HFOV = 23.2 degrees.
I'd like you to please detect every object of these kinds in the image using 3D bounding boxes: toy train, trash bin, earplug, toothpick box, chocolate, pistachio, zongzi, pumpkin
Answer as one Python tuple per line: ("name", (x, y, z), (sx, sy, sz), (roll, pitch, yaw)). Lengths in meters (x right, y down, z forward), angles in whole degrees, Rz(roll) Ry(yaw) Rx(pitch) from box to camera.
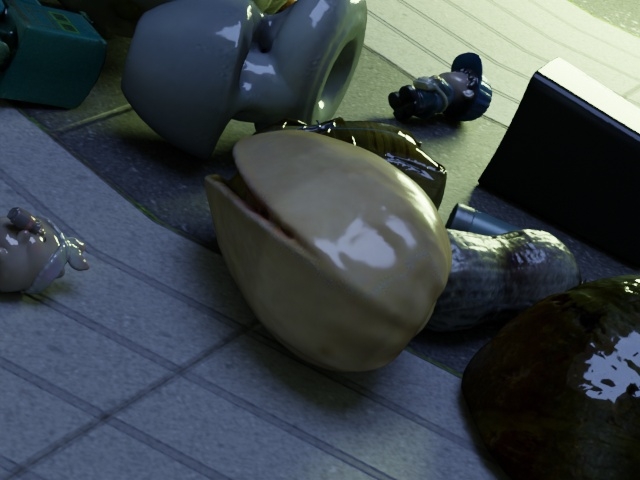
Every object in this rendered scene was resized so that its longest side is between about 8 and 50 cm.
("toy train", (-0.382, -0.261, 1.744), (0.194, 0.120, 0.298), (6, 31, -42))
("trash bin", (0.337, -0.093, 1.911), (0.225, 0.165, 0.115), (32, 29, 13))
("earplug", (-0.071, -0.198, 1.757), (0.326, 0.214, 0.175), (-13, 43, -38))
("toothpick box", (0.183, -0.004, 1.757), (0.083, 0.052, 0.052), (23, 28, -2))
("chocolate", (0.169, 0.040, 1.614), (0.248, 0.110, 0.110), (-4, 37, -35))
("pistachio", (0.000, 0.000, 1.470), (0.214, 0.193, 0.318), (29, 7, -46))
("zongzi", (0.011, -0.097, 1.746), (0.221, 0.112, 0.242), (12, 22, -17))
("pumpkin", (0.232, 0.115, 1.454), (0.148, 0.169, 0.312), (16, 28, -17))

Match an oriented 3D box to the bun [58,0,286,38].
("bun", (-0.206, -0.341, 1.880), (0.365, 0.219, 0.365), (10, 18, -3))

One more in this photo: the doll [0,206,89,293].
("doll", (-0.264, 0.004, 1.386), (0.127, 0.084, 0.073), (-5, 40, -28))

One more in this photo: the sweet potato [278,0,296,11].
("sweet potato", (-0.060, -0.333, 2.174), (0.044, 0.044, 0.179), (36, 31, 25))

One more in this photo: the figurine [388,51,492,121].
("figurine", (0.163, -0.191, 2.047), (0.149, 0.086, 0.087), (-21, 84, -39))
